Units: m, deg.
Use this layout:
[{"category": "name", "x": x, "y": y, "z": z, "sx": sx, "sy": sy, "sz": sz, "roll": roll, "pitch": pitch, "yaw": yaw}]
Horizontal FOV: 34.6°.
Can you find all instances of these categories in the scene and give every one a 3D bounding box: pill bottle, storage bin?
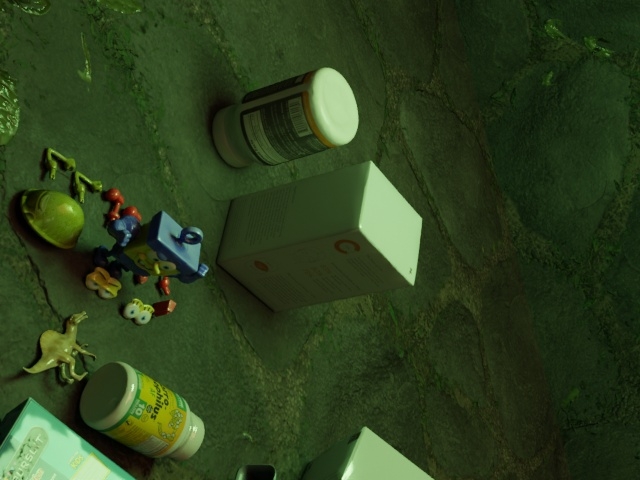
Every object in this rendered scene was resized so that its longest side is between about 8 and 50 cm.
[{"category": "pill bottle", "x": -0.076, "y": -0.244, "z": 2.118, "sx": 0.162, "sy": 0.278, "sz": 0.162, "roll": 25, "pitch": 59, "yaw": -51}, {"category": "storage bin", "x": -0.111, "y": 0.510, "z": 1.974, "sx": 0.091, "sy": 0.098, "sz": 0.135, "roll": 57, "pitch": 36, "yaw": -45}, {"category": "pill bottle", "x": -0.294, "y": 0.297, "z": 1.735, "sx": 0.208, "sy": 0.118, "sz": 0.117, "roll": 42, "pitch": 46, "yaw": -42}]

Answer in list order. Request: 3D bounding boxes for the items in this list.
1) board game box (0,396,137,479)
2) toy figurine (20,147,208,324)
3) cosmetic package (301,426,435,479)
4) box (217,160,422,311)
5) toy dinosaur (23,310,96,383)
[{"category": "board game box", "x": -0.367, "y": 0.432, "z": 1.496, "sx": 0.336, "sy": 0.079, "sz": 0.254, "roll": 43, "pitch": 38, "yaw": -18}, {"category": "toy figurine", "x": -0.299, "y": -0.022, "z": 1.750, "sx": 0.362, "sy": 0.217, "sz": 0.191, "roll": 47, "pitch": 42, "yaw": -39}, {"category": "cosmetic package", "x": 0.152, "y": 0.579, "z": 2.110, "sx": 0.385, "sy": 0.217, "sz": 0.156, "roll": 37, "pitch": 44, "yaw": -9}, {"category": "box", "x": 0.000, "y": 0.000, "z": 2.085, "sx": 0.215, "sy": 0.345, "sz": 0.168, "roll": 45, "pitch": 44, "yaw": -41}, {"category": "toy dinosaur", "x": -0.421, "y": 0.189, "z": 1.657, "sx": 0.092, "sy": 0.053, "sz": 0.183, "roll": 50, "pitch": 31, "yaw": -12}]
